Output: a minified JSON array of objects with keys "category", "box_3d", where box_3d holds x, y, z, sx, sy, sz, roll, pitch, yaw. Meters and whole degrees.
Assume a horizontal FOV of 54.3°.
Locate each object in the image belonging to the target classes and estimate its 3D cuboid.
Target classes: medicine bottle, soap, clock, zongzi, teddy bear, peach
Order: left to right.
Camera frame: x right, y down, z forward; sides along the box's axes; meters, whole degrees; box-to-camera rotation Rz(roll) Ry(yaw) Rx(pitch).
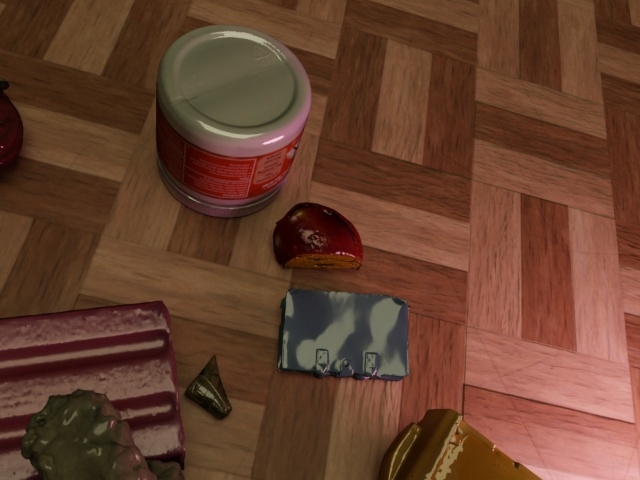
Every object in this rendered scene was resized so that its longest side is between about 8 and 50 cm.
[{"category":"soap","box_3d":[-0.380,0.225,0.861,0.359,0.128,0.233,-5,63,-18]},{"category":"teddy bear","box_3d":[-0.246,0.406,0.704,0.224,0.367,0.357,5,48,21]},{"category":"zongzi","box_3d":[-0.160,0.230,0.976,0.076,0.040,0.083,38,42,-1]},{"category":"medicine bottle","box_3d":[-0.158,-0.203,1.085,0.252,0.241,0.252,7,62,-12]},{"category":"peach","box_3d":[0.001,-0.002,1.105,0.172,0.092,0.127,23,56,0]},{"category":"clock","box_3d":[0.163,0.425,0.875,0.244,0.200,0.317,36,68,9]}]

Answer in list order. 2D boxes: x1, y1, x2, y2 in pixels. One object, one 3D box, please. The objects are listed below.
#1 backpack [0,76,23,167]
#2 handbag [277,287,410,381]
[{"category":"backpack","box_3d":[-0.603,-0.191,1.025,0.229,0.139,0.229,16,42,-16]},{"category":"handbag","box_3d":[0.040,0.162,1.055,0.221,0.057,0.144,6,68,-13]}]
